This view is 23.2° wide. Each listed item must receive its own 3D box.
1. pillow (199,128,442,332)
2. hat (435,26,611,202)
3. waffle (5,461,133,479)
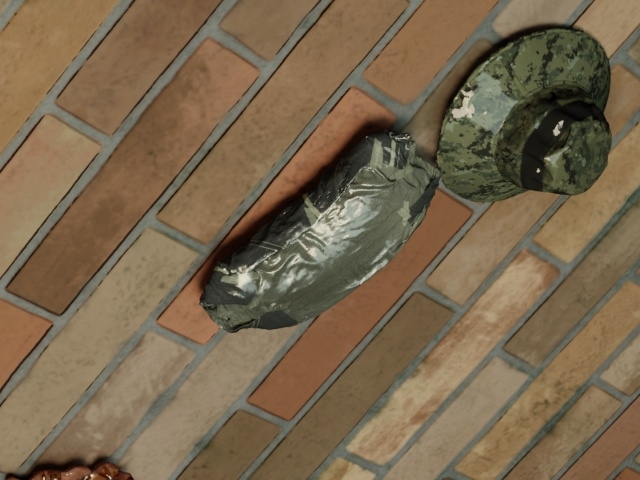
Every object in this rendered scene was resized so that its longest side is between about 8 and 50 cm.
[{"bbox_3d":[0.000,0.000,1.911,0.335,0.092,0.161,-40,128,5],"label":"pillow"},{"bbox_3d":[0.286,-0.126,1.932,0.265,0.128,0.265,-21,134,-24],"label":"hat"},{"bbox_3d":[-0.342,0.374,2.040,0.234,0.055,0.221,-16,131,-9],"label":"waffle"}]
